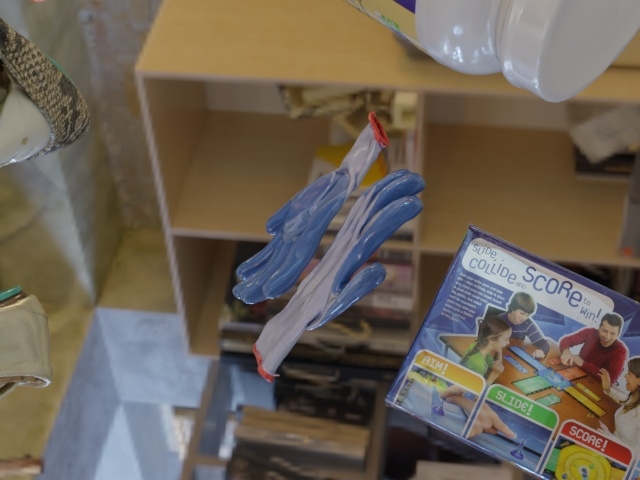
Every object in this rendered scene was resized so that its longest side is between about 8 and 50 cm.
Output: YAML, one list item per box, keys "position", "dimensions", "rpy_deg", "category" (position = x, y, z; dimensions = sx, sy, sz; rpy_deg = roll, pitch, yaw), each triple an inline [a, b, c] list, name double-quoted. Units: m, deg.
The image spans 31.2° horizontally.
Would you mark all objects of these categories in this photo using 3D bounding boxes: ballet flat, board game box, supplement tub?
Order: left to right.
- position: [-0.279, 0.096, 0.696]
  dimensions: [0.086, 0.249, 0.086]
  rpy_deg: [36, 135, 48]
  category: "ballet flat"
- position: [-0.382, -0.176, 1.153]
  dimensions: [0.482, 0.164, 0.182]
  rpy_deg: [61, -160, -56]
  category: "ballet flat"
- position: [0.096, -0.276, 0.880]
  dimensions: [0.241, 0.331, 0.241]
  rpy_deg: [-41, -27, -26]
  category: "supplement tub"
- position: [0.162, 0.092, 0.769]
  dimensions: [0.136, 0.201, 0.035]
  rpy_deg: [-62, -8, -11]
  category: "board game box"

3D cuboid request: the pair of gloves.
- position: [0.000, 0.000, 0.730]
  dimensions: [0.159, 0.023, 0.198]
  rpy_deg: [-51, 20, 14]
  category: "pair of gloves"
